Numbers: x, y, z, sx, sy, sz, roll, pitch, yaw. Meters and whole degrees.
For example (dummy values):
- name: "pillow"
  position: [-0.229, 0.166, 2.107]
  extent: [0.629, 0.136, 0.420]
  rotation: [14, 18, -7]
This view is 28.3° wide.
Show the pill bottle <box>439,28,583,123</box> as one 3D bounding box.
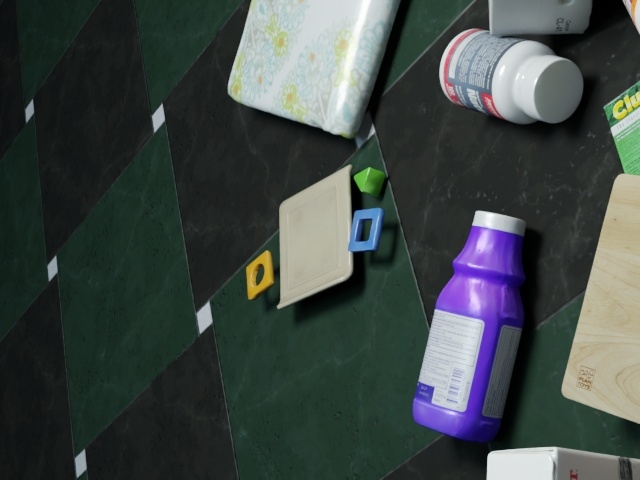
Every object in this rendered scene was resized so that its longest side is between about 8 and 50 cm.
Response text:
- name: "pill bottle"
  position: [0.245, -0.206, 1.623]
  extent: [0.180, 0.108, 0.108]
  rotation: [28, 102, 55]

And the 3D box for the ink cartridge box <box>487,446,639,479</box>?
- name: "ink cartridge box"
  position: [0.281, 0.307, 1.282]
  extent: [0.100, 0.237, 0.172]
  rotation: [-14, 67, 52]

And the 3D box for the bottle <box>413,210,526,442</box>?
- name: "bottle"
  position: [0.197, 0.106, 1.599]
  extent: [0.118, 0.092, 0.283]
  rotation: [11, 88, 55]

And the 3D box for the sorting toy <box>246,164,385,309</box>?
- name: "sorting toy"
  position: [0.000, 0.000, 1.960]
  extent: [0.348, 0.047, 0.196]
  rotation: [-26, 54, 48]

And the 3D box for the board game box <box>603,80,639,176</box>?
- name: "board game box"
  position: [0.432, -0.162, 1.412]
  extent: [0.260, 0.030, 0.136]
  rotation: [-39, 51, 42]

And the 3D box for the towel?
- name: "towel"
  position: [-0.006, -0.349, 2.053]
  extent: [0.374, 0.090, 0.320]
  rotation: [25, 102, 55]

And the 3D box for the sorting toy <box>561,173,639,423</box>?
- name: "sorting toy"
  position: [0.400, 0.075, 1.322]
  extent: [0.257, 0.089, 0.255]
  rotation: [15, 91, 56]

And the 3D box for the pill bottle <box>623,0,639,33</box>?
- name: "pill bottle"
  position: [0.386, -0.317, 1.428]
  extent: [0.121, 0.121, 0.221]
  rotation: [-51, 31, 33]

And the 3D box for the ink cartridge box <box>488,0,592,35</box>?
- name: "ink cartridge box"
  position: [0.265, -0.437, 1.553]
  extent: [0.226, 0.131, 0.306]
  rotation: [71, -160, -68]
